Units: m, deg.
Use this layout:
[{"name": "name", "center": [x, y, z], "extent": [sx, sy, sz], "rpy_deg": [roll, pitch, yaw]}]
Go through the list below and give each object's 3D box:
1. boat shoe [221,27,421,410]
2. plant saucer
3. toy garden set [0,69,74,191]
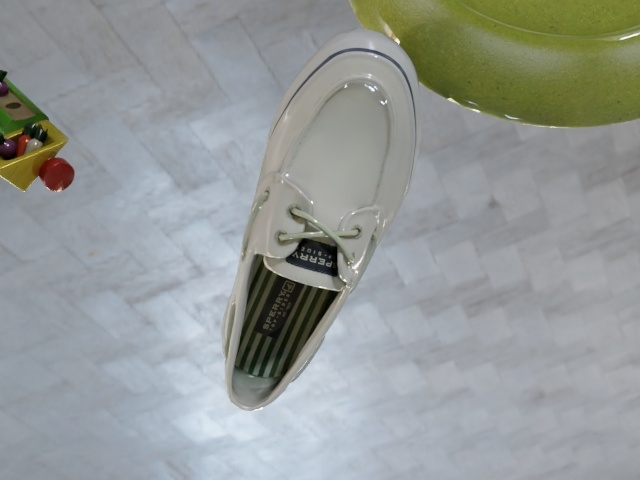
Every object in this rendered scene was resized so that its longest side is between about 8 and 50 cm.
[{"name": "boat shoe", "center": [0.000, 0.000, 0.591], "extent": [0.083, 0.075, 0.226], "rpy_deg": [14, 121, -5]}, {"name": "plant saucer", "center": [0.131, -0.172, 0.608], "extent": [0.241, 0.240, 0.037], "rpy_deg": [-12, 153, -7]}, {"name": "toy garden set", "center": [-0.339, -0.084, 0.884], "extent": [0.244, 0.204, 0.049], "rpy_deg": [-20, 132, -32]}]
